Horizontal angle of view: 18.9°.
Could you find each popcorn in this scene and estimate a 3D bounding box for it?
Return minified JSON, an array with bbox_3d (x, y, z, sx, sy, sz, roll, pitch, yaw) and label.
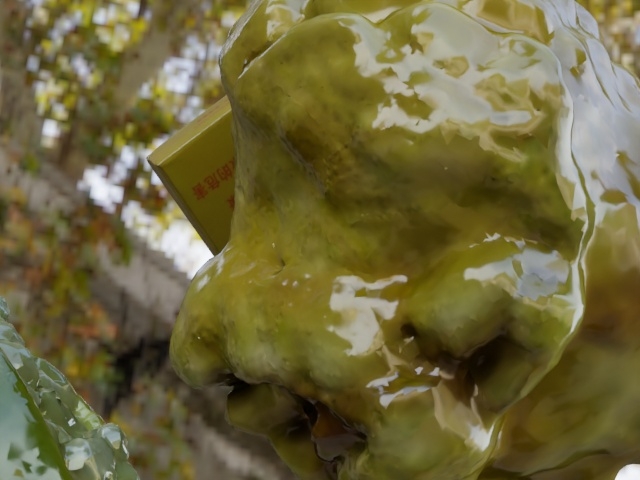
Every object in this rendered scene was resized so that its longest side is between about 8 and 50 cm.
[{"bbox_3d":[0.040,0.002,0.713,0.203,0.200,0.226,-36,-43,4],"label":"popcorn"}]

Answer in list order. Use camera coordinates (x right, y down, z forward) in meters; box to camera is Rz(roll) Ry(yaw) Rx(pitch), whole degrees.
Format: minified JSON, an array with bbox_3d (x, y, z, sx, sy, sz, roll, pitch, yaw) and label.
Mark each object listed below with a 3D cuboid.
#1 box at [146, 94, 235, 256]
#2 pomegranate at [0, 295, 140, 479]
[{"bbox_3d":[0.000,0.000,0.843,0.155,0.087,0.023,57,-14,-23],"label":"box"},{"bbox_3d":[-0.152,0.137,0.629,0.340,0.260,0.260,17,-18,48],"label":"pomegranate"}]
